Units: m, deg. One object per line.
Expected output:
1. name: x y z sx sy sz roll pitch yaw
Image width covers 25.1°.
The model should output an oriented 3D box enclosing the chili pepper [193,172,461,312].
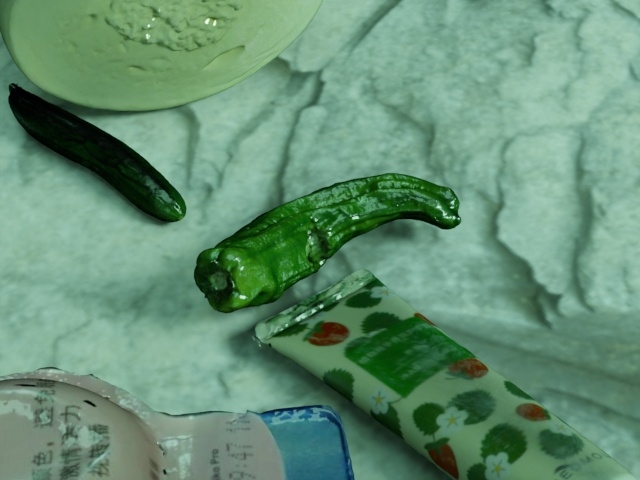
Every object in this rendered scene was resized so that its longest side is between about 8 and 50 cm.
1. chili pepper: -0.001 -0.001 0.916 0.182 0.050 0.073 -23 13 -24

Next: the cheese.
1. cheese: -0.124 0.135 0.771 0.286 0.074 0.189 -5 44 -7

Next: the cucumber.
1. cucumber: -0.156 -0.062 1.008 0.184 0.033 0.036 32 29 31

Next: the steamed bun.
1. steamed bun: -0.119 -0.205 1.066 0.250 0.155 0.200 -18 42 -6

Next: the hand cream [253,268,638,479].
1. hand cream: 0.079 0.098 0.812 0.095 0.059 0.276 -28 44 -30
